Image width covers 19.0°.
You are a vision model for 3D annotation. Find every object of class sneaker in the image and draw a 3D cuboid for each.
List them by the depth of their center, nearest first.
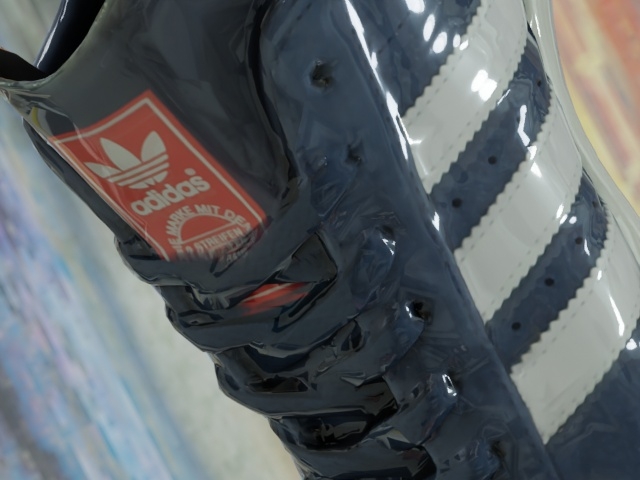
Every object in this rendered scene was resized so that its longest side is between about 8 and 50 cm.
[{"bbox_3d":[0.000,0.000,0.452,0.131,0.148,0.350,-23,-100,38],"label":"sneaker"}]
